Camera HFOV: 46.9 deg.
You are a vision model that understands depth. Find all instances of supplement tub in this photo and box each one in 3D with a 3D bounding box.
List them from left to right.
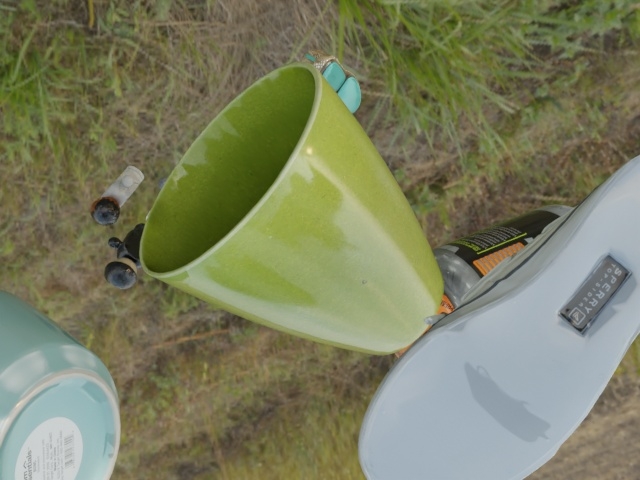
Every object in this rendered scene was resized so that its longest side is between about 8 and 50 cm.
[{"bbox_3d":[0.257,0.078,1.067,0.316,0.193,0.193,-19,149,-25],"label":"supplement tub"}]

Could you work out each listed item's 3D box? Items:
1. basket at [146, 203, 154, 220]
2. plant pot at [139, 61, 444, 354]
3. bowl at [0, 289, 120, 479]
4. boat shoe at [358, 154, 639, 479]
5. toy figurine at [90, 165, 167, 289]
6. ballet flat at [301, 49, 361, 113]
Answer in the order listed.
[{"bbox_3d":[-0.165,-0.052,1.081,0.103,0.113,0.167,-34,171,-49],"label":"basket"},{"bbox_3d":[0.000,0.000,0.836,0.275,0.274,0.293,-35,123,27],"label":"plant pot"},{"bbox_3d":[-0.332,0.210,0.780,0.163,0.311,0.311,5,153,26],"label":"bowl"},{"bbox_3d":[0.173,0.075,0.635,0.367,0.136,0.156,-46,173,-9],"label":"boat shoe"},{"bbox_3d":[-0.286,-0.017,1.288,0.213,0.148,0.209,5,129,12],"label":"toy figurine"},{"bbox_3d":[0.019,-0.290,1.328,0.073,0.067,0.206,-51,160,-1],"label":"ballet flat"}]
